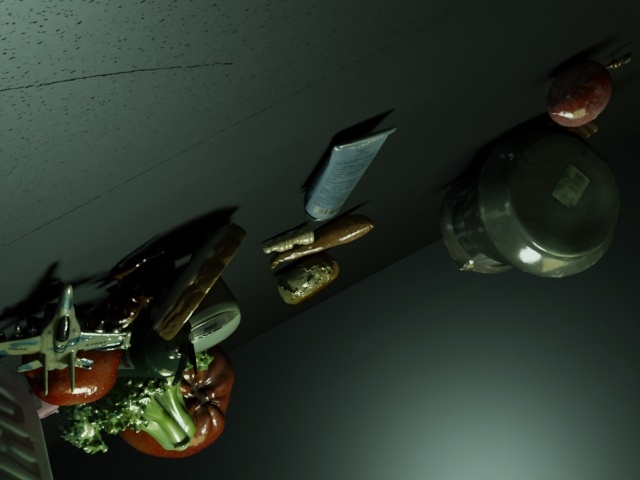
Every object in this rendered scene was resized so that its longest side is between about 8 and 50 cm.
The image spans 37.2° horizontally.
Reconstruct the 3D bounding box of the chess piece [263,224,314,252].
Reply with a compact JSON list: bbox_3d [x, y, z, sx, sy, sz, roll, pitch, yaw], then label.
[{"bbox_3d":[-0.059,0.002,1.657,0.092,0.035,0.035,-20,170,-25],"label":"chess piece"}]

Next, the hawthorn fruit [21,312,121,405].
[{"bbox_3d":[-0.369,0.181,1.397,0.138,0.133,0.133,-17,167,-45],"label":"hawthorn fruit"}]

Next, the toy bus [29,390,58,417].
[{"bbox_3d":[-0.534,0.313,1.955,0.203,0.063,0.090,-30,172,23],"label":"toy bus"}]

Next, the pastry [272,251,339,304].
[{"bbox_3d":[-0.028,0.084,2.113,0.153,0.081,0.153,-28,168,-6],"label":"pastry"}]

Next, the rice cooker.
[{"bbox_3d":[-0.211,0.119,1.567,0.145,0.127,0.206,-24,175,-19],"label":"rice cooker"}]

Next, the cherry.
[{"bbox_3d":[0.432,-0.256,1.506,0.225,0.090,0.107,-43,166,-29],"label":"cherry"}]

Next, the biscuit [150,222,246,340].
[{"bbox_3d":[-0.177,0.054,1.323,0.181,0.049,0.208,-55,-171,-11],"label":"biscuit"}]

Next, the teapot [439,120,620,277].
[{"bbox_3d":[0.436,-0.092,1.985,0.376,0.305,0.362,-55,-170,-16],"label":"teapot"}]

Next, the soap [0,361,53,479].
[{"bbox_3d":[-0.473,0.306,1.304,0.115,0.347,0.208,-36,134,5],"label":"soap"}]

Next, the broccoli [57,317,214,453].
[{"bbox_3d":[-0.333,0.256,1.730,0.288,0.235,0.260,-25,148,7],"label":"broccoli"}]

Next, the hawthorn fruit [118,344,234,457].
[{"bbox_3d":[-0.344,0.320,2.025,0.298,0.277,0.277,-8,-172,45],"label":"hawthorn fruit"}]

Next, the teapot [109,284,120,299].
[{"bbox_3d":[-0.289,0.091,1.419,0.043,0.043,0.111,-26,175,-11],"label":"teapot"}]

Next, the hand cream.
[{"bbox_3d":[0.029,-0.088,1.292,0.088,0.055,0.256,-16,167,-20],"label":"hand cream"}]

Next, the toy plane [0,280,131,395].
[{"bbox_3d":[-0.329,0.107,1.204,0.192,0.088,0.262,-2,142,-21],"label":"toy plane"}]

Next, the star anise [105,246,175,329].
[{"bbox_3d":[-0.242,0.057,1.278,0.190,0.070,0.097,-37,-165,42],"label":"star anise"}]

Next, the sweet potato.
[{"bbox_3d":[0.000,0.000,1.798,0.214,0.050,0.050,-23,173,10],"label":"sweet potato"}]

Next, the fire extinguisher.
[{"bbox_3d":[-0.271,0.165,1.459,0.093,0.118,0.294,23,159,-39],"label":"fire extinguisher"}]
